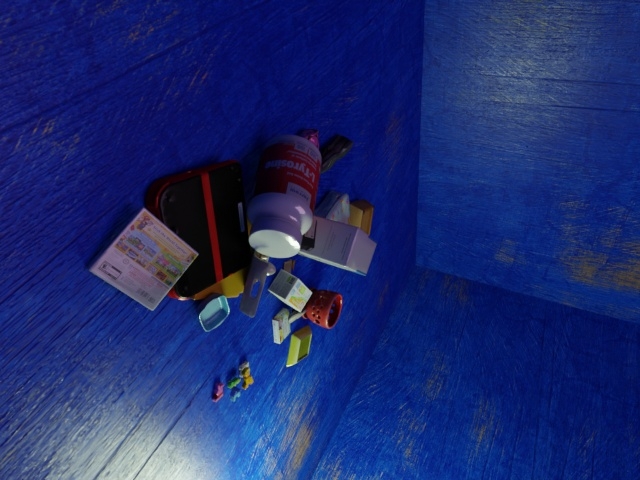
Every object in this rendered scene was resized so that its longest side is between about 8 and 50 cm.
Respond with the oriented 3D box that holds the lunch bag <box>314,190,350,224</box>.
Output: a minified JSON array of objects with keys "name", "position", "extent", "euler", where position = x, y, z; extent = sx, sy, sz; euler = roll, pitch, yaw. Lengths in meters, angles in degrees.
[{"name":"lunch bag","position":[0.053,-0.112,2.244],"extent":[0.279,0.107,0.224],"euler":[-55,146,-38]}]

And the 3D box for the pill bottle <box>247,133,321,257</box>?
[{"name":"pill bottle","position":[-0.128,-0.155,1.562],"extent":[0.229,0.229,0.408],"euler":[67,25,-53]}]

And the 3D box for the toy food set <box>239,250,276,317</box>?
[{"name":"toy food set","position":[-0.217,0.114,1.653],"extent":[0.306,0.092,0.220],"euler":[-90,-163,-69]}]

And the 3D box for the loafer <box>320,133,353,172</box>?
[{"name":"loafer","position":[0.046,-0.416,2.113],"extent":[0.302,0.095,0.109],"euler":[-44,172,-42]}]

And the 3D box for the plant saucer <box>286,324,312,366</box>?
[{"name":"plant saucer","position":[-0.103,0.565,2.368],"extent":[0.188,0.045,0.188],"euler":[-12,114,-63]}]

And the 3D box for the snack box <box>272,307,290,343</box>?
[{"name":"snack box","position":[-0.185,0.406,2.112],"extent":[0.100,0.037,0.141],"euler":[-46,142,-51]}]

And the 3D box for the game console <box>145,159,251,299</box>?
[{"name":"game console","position":[-0.364,-0.034,1.393],"extent":[0.342,0.060,0.387],"euler":[-32,129,-48]}]

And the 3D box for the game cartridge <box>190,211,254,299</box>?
[{"name":"game cartridge","position":[-0.335,0.047,1.586],"extent":[0.285,0.052,0.324],"euler":[12,96,-66]}]

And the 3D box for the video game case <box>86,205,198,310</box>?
[{"name":"video game case","position":[-0.472,0.053,1.208],"extent":[0.206,0.026,0.227],"euler":[-54,135,-16]}]

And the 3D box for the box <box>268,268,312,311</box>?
[{"name":"box","position":[-0.134,0.232,2.023],"extent":[0.114,0.103,0.203],"euler":[-58,152,-12]}]

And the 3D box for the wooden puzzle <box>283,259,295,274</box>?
[{"name":"wooden puzzle","position":[-0.154,0.128,2.054],"extent":[0.116,0.014,0.079],"euler":[-8,106,-64]}]

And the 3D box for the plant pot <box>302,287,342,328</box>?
[{"name":"plant pot","position":[0.002,0.344,2.311],"extent":[0.191,0.174,0.191],"euler":[-41,138,-51]}]

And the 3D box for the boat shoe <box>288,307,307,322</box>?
[{"name":"boat shoe","position":[-0.124,0.346,2.148],"extent":[0.075,0.065,0.206],"euler":[-41,171,10]}]

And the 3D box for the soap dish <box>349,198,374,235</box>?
[{"name":"soap dish","position":[0.217,-0.085,2.598],"extent":[0.229,0.118,0.291],"euler":[-23,123,-60]}]

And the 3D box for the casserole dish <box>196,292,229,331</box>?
[{"name":"casserole dish","position":[-0.379,0.247,1.554],"extent":[0.114,0.037,0.188],"euler":[-40,156,-26]}]

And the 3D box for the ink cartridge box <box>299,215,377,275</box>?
[{"name":"ink cartridge box","position":[0.000,0.000,1.854],"extent":[0.285,0.394,0.166],"euler":[28,81,-65]}]

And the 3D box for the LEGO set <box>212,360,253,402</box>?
[{"name":"LEGO set","position":[-0.337,0.566,1.819],"extent":[0.227,0.087,0.093],"euler":[-36,135,-56]}]

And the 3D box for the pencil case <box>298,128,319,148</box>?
[{"name":"pencil case","position":[-0.052,-0.369,1.904],"extent":[0.098,0.095,0.209],"euler":[-26,126,-39]}]
